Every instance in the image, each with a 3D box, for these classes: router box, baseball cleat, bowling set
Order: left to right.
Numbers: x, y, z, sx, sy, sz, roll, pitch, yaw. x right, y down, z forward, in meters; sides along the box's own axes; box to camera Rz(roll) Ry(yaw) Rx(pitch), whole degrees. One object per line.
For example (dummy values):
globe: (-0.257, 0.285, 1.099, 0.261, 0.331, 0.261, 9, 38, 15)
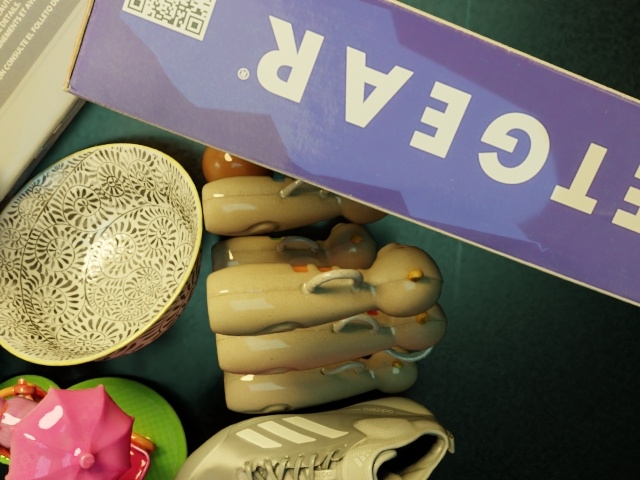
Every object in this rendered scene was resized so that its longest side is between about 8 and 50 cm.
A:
baseball cleat: (-0.006, 0.160, 0.574, 0.206, 0.109, 0.072, -17, 95, -10)
bowling set: (0.000, 0.000, 0.549, 0.154, 0.287, 0.199, -5, 71, -7)
router box: (0.060, -0.074, 0.465, 0.336, 0.301, 0.082, 20, 102, -8)

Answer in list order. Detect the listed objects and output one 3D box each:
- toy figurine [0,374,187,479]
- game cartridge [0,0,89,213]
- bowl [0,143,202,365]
toy figurine: (-0.185, 0.136, 0.560, 0.173, 0.159, 0.130, 26, 69, 6)
game cartridge: (-0.251, -0.153, 0.557, 0.196, 0.060, 0.294, 38, 99, -15)
bowl: (-0.150, 0.021, 0.577, 0.170, 0.080, 0.170, -7, 61, 13)
